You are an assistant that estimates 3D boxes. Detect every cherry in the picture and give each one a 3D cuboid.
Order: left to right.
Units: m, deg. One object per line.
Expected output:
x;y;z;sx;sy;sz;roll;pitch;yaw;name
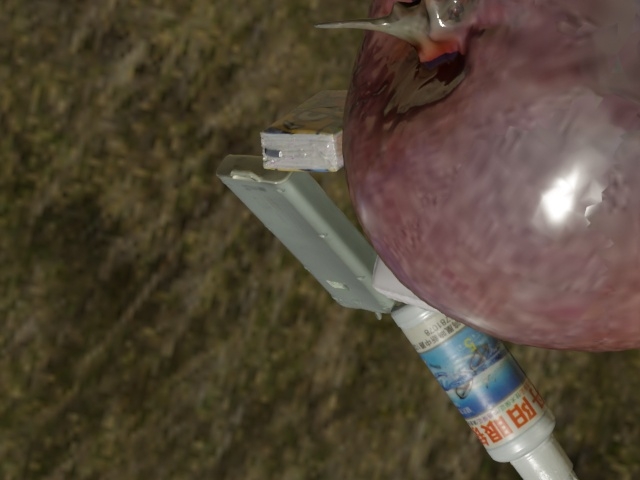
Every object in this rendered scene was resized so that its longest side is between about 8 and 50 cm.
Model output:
0.143;-0.076;0.801;0.307;0.261;0.221;11;-175;-12;cherry

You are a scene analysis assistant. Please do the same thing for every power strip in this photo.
0.000;0.000;1.337;0.060;0.027;0.252;8;157;30;power strip

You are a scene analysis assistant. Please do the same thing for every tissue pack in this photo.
0.005;-0.077;1.222;0.063;0.035;0.083;3;-153;33;tissue pack

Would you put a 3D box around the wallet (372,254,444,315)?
0.091;0.004;1.151;0.033;0.095;0.190;15;-179;-26;wallet

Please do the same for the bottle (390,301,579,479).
0.135;0.123;1.311;0.217;0.060;0.060;54;-166;-6;bottle
